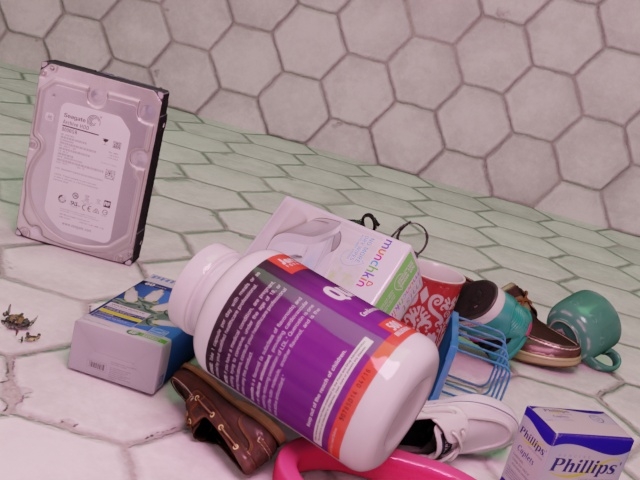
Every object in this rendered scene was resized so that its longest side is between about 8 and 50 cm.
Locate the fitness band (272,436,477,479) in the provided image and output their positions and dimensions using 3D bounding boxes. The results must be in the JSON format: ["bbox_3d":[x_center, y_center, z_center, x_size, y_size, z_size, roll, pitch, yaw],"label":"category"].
[{"bbox_3d":[0.084,0.311,1.039,0.291,0.054,0.209,16,15,2],"label":"fitness band"}]

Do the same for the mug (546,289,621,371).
[{"bbox_3d":[0.526,0.182,1.738,0.097,0.129,0.158,-22,41,-29],"label":"mug"}]

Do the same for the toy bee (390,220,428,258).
[{"bbox_3d":[0.029,0.053,1.569,0.195,0.298,0.162,45,23,-8],"label":"toy bee"}]

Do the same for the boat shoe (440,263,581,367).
[{"bbox_3d":[0.364,0.143,1.737,0.342,0.123,0.123,25,19,33],"label":"boat shoe"}]

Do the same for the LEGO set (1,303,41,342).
[{"bbox_3d":[-0.441,0.126,1.280,0.054,0.023,0.083,4,32,-25],"label":"LEGO set"}]

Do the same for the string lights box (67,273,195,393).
[{"bbox_3d":[-0.252,0.133,1.309,0.133,0.077,0.259,16,15,9],"label":"string lights box"}]

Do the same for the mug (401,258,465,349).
[{"bbox_3d":[0.160,0.125,1.535,0.150,0.169,0.113,16,16,9],"label":"mug"}]

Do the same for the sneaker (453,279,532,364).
[{"bbox_3d":[0.287,0.154,1.645,0.178,0.124,0.295,36,-19,-23],"label":"sneaker"}]

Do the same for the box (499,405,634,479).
[{"bbox_3d":[0.318,0.295,1.142,0.126,0.137,0.072,8,18,-21],"label":"box"}]

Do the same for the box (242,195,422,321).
[{"bbox_3d":[-0.015,0.100,1.293,0.231,0.262,0.127,23,-24,29],"label":"box"}]

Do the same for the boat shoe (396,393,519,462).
[{"bbox_3d":[0.158,0.270,1.205,0.258,0.095,0.084,1,22,-10],"label":"boat shoe"}]

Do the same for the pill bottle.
[{"bbox_3d":[-0.028,0.130,1.083,0.323,0.181,0.181,30,20,21],"label":"pill bottle"}]

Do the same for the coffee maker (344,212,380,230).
[{"bbox_3d":[0.000,0.000,1.825,0.178,0.171,0.120,0,38,-38],"label":"coffee maker"}]

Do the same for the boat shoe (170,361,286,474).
[{"bbox_3d":[-0.135,0.224,1.112,0.073,0.073,0.207,-44,41,-21],"label":"boat shoe"}]

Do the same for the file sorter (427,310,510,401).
[{"bbox_3d":[0.242,0.209,1.418,0.104,0.118,0.170,19,16,4],"label":"file sorter"}]

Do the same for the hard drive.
[{"bbox_3d":[-0.426,-0.143,1.627,0.237,0.339,0.064,16,15,2],"label":"hard drive"}]
